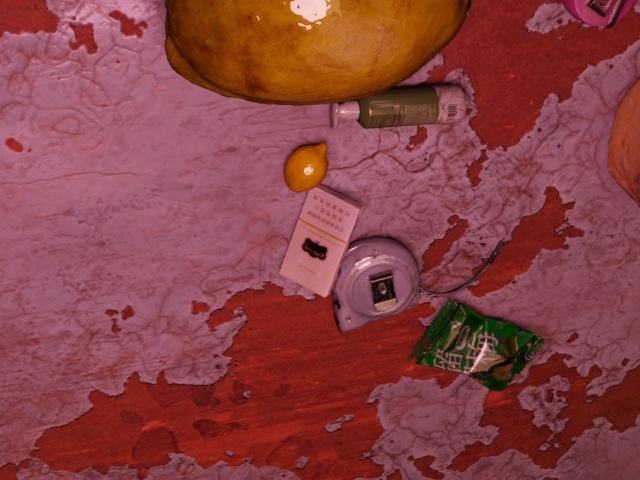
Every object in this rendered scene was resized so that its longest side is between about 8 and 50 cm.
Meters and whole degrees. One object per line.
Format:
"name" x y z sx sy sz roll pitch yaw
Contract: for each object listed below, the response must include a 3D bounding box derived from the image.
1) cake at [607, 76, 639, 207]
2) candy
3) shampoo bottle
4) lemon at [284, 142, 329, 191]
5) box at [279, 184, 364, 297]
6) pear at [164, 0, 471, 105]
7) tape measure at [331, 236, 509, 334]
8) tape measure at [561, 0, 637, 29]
"cake" 0.658 -0.118 1.614 0.333 0.321 0.332 -8 125 -12
"candy" 0.277 0.191 1.834 0.203 0.078 0.141 22 101 -15
"shampoo bottle" 0.114 -0.199 1.550 0.205 0.065 0.065 -6 122 -14
"lemon" -0.020 -0.112 1.562 0.065 0.065 0.092 32 107 -30
"box" 0.000 0.000 1.628 0.090 0.024 0.166 28 116 15
"pear" -0.005 -0.326 1.274 0.414 0.352 0.351 -14 124 0
"tape measure" 0.170 0.045 1.704 0.331 0.084 0.164 -19 128 -3
"tape measure" 0.421 -0.381 1.525 0.118 0.074 0.125 25 109 -27
